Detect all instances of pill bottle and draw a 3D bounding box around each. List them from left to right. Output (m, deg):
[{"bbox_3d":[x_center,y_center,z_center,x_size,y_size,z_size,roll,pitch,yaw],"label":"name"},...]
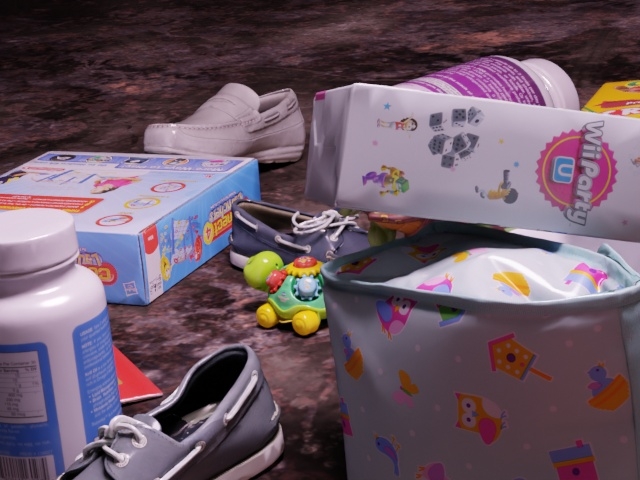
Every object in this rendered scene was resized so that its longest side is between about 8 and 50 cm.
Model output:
[{"bbox_3d":[-0.234,0.091,1.283,0.124,0.221,0.124,-4,18,1],"label":"pill bottle"},{"bbox_3d":[0.193,-0.141,1.959,0.169,0.169,0.301,13,26,43],"label":"pill bottle"}]

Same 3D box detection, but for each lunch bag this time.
[{"bbox_3d":[0.142,0.114,1.108,0.160,0.223,0.262,-20,19,-40],"label":"lunch bag"}]

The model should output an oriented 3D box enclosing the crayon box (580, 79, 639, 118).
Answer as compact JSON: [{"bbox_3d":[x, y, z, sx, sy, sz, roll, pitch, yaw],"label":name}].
[{"bbox_3d":[0.365,-0.108,1.535,0.202,0.081,0.318,-4,15,21],"label":"crayon box"}]

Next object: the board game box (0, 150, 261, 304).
[{"bbox_3d":[-0.272,-0.024,1.854,0.308,0.086,0.302,4,20,24],"label":"board game box"}]

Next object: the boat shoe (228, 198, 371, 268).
[{"bbox_3d":[0.000,0.000,1.723,0.255,0.079,0.095,12,25,42],"label":"boat shoe"}]

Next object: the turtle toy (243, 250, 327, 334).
[{"bbox_3d":[-0.026,0.048,1.604,0.130,0.066,0.095,10,23,37],"label":"turtle toy"}]

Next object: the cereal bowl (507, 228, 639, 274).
[{"bbox_3d":[0.314,0.060,1.332,0.339,0.141,0.339,-6,9,1],"label":"cereal bowl"}]

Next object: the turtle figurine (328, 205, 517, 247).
[{"bbox_3d":[0.141,0.012,1.521,0.266,0.197,0.274,5,17,-22],"label":"turtle figurine"}]

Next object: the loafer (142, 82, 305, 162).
[{"bbox_3d":[-0.129,-0.158,2.095,0.112,0.111,0.319,5,8,29],"label":"loafer"}]

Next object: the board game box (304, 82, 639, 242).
[{"bbox_3d":[0.152,-0.058,1.206,0.303,0.097,0.224,7,4,-8],"label":"board game box"}]

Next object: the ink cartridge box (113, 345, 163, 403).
[{"bbox_3d":[-0.329,0.107,1.508,0.261,0.066,0.296,-14,21,-23],"label":"ink cartridge box"}]

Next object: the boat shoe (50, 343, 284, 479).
[{"bbox_3d":[-0.153,0.172,1.211,0.116,0.099,0.319,11,24,39],"label":"boat shoe"}]
